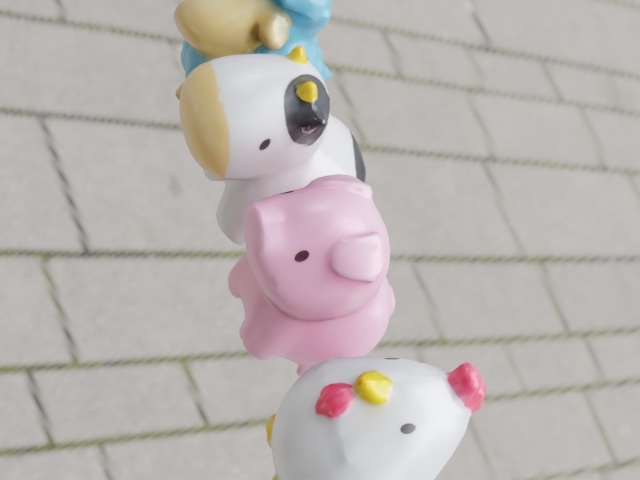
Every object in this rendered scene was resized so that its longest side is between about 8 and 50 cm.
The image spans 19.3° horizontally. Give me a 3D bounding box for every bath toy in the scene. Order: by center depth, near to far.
[{"bbox_3d":[0.000,0.000,1.088,0.151,0.129,0.348,25,38,-46],"label":"bath toy"}]
